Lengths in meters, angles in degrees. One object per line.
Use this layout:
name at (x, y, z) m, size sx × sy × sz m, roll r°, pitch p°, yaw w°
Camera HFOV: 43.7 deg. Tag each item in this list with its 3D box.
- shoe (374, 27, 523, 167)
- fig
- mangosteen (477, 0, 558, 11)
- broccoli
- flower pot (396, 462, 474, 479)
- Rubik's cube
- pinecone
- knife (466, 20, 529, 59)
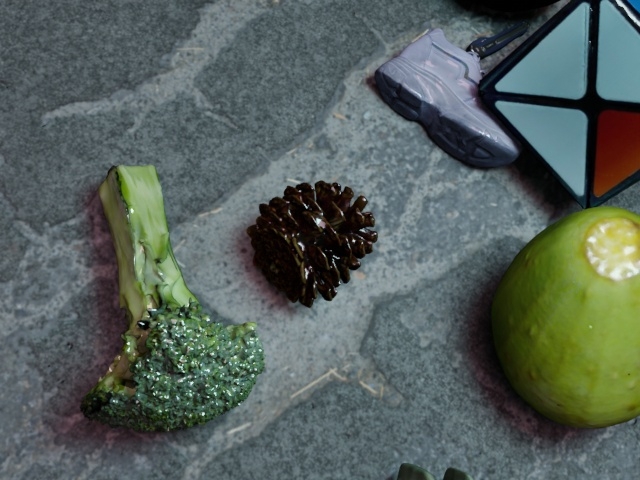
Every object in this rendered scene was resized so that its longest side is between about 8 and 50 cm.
shoe at (0.211, -0.217, 1.198) m, size 0.245 × 0.095 × 0.137 m, roll 37°, pitch 75°, yaw 8°
fig at (0.355, 0.087, 1.026) m, size 0.258 × 0.326 × 0.258 m, roll -2°, pitch 52°, yaw 2°
mangosteen at (0.287, -0.464, 1.226) m, size 0.243 × 0.243 × 0.242 m, roll 2°, pitch 75°, yaw -9°
broccoli at (-0.217, 0.079, 1.021) m, size 0.221 × 0.252 × 0.361 m, roll -12°, pitch 43°, yaw -16°
flower pot at (0.089, 0.413, 0.973) m, size 0.368 × 0.164 × 0.254 m, roll -13°, pitch 84°, yaw -13°
Rubik's cube at (0.418, -0.230, 1.120) m, size 0.248 × 0.250 × 0.246 m, roll 50°, pitch 47°, yaw 2°
pinecone at (-0.001, -0.007, 1.075) m, size 0.165 × 0.163 × 0.163 m, roll -34°, pitch 83°, yaw -28°
knife at (0.285, -0.322, 1.279) m, size 0.121 × 0.018 × 0.031 m, roll -31°, pitch 84°, yaw -18°
